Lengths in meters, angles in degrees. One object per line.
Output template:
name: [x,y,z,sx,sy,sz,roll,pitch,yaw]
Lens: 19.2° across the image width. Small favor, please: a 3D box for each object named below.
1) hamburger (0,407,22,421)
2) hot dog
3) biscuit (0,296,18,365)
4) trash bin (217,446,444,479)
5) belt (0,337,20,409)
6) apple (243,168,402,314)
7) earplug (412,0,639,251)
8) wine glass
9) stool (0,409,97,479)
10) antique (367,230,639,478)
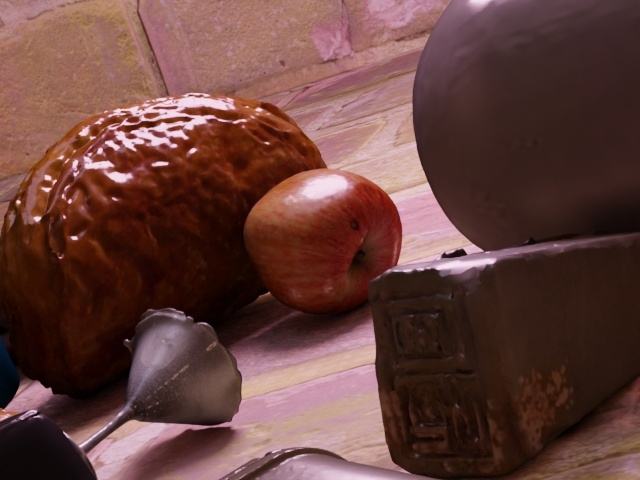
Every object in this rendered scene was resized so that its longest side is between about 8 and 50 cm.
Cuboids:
hamburger: [-0.287,0.188,1.618,0.102,0.087,0.176,-15,10,29]
hot dog: [-0.163,-0.002,1.915,0.387,0.267,0.174,-30,44,-32]
biscuit: [-0.308,0.057,2.164,0.366,0.115,0.268,-15,13,47]
trash bin: [0.001,0.204,0.983,0.243,0.121,0.247,-27,16,-33]
belt: [-0.486,0.174,1.810,0.300,0.173,0.436,-13,14,39]
apple: [0.000,0.000,1.849,0.131,0.146,0.146,20,37,41]
earplug: [0.272,-0.128,1.577,0.394,0.313,0.312,-14,13,32]
wine glass: [-0.161,0.148,1.559,0.122,0.122,0.183,-10,22,42]
stool: [-0.213,0.212,1.120,0.232,0.141,0.232,-37,-7,-5]
antique: [0.167,0.059,1.379,0.125,0.150,0.284,-3,12,43]
